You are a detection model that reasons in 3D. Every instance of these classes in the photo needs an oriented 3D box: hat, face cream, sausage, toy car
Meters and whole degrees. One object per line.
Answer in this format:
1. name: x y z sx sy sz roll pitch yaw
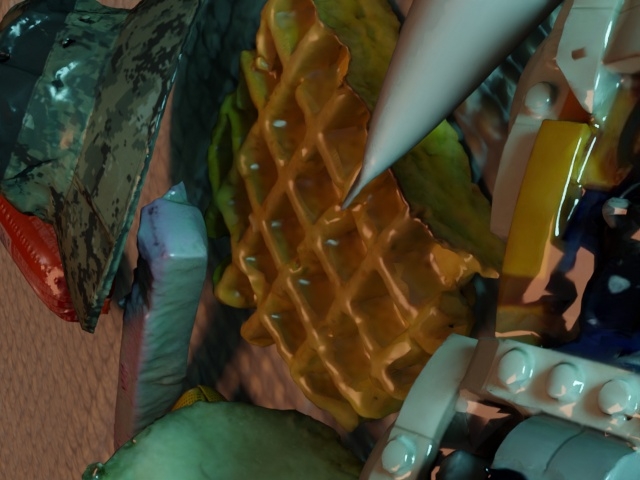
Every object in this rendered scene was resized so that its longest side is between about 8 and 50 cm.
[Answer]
1. hat: -0.158 -0.082 0.747 0.265 0.128 0.266 -160 90 -76
2. face cream: 0.092 -0.147 0.458 0.314 0.089 0.143 -52 8 44
3. sausage: -0.241 -0.012 1.037 0.274 0.074 0.074 46 131 46
4. toy car: 0.111 0.042 0.363 0.193 0.118 0.301 14 75 48

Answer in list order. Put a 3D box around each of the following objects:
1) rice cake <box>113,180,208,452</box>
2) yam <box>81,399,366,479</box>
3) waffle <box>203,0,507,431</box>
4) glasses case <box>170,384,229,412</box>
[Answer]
1. rice cake: -0.115 0.067 0.818 0.290 0.051 0.081 109 159 -53
2. yam: -0.067 0.258 0.681 0.195 0.195 0.300 52 136 41
3. waffle: 0.001 0.000 0.666 0.219 0.057 0.229 -53 52 49
4. glasses case: -0.102 0.201 0.849 0.079 0.064 0.234 59 140 38
